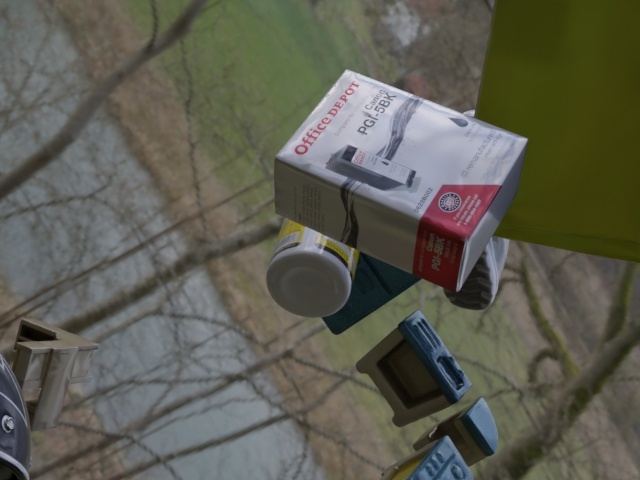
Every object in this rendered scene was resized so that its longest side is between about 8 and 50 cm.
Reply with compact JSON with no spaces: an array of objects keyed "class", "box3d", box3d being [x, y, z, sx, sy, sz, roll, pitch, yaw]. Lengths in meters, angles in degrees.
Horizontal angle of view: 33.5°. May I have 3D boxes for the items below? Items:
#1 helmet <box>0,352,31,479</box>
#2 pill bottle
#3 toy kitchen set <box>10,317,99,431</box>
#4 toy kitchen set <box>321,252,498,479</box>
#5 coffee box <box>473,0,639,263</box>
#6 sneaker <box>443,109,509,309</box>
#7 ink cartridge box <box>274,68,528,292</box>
[{"class":"helmet","box3d":[-0.237,0.099,0.537,0.169,0.169,0.161,59,46,-22]},{"class":"pill bottle","box3d":[0.000,0.000,0.824,0.065,0.065,0.116,58,28,-29]},{"class":"toy kitchen set","box3d":[-0.237,0.106,0.851,0.075,0.068,0.083,17,4,25]},{"class":"toy kitchen set","box3d":[0.064,0.105,0.853,0.207,0.122,0.166,55,31,4]},{"class":"coffee box","box3d":[0.322,-0.195,0.884,0.334,0.338,0.337,-64,162,-55]},{"class":"sneaker","box3d":[0.202,-0.050,1.420,0.115,0.105,0.281,-51,146,-50]},{"class":"ink cartridge box","box3d":[0.050,-0.042,0.685,0.135,0.099,0.056,24,-35,17]}]
